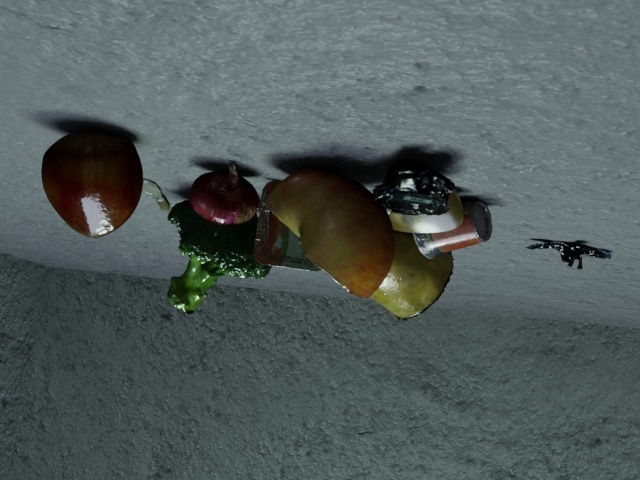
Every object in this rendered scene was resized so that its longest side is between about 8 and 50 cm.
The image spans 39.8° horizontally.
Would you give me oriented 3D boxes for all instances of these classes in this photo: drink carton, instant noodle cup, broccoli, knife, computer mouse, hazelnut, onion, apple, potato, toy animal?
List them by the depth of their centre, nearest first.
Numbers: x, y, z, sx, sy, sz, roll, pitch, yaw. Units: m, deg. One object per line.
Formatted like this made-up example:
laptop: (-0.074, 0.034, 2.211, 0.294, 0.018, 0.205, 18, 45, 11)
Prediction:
computer mouse: (0.171, -0.101, 1.613, 0.146, 0.077, 0.241, 9, 170, -7)
hazelnut: (-0.441, -0.108, 1.713, 0.208, 0.208, 0.208, 8, 170, 1)
apple: (0.043, -0.038, 1.734, 0.251, 0.163, 0.293, 29, -163, -51)
computer mouse: (0.194, -0.066, 1.798, 0.199, 0.102, 0.045, 2, -147, 31)
onion: (-0.194, -0.112, 1.835, 0.150, 0.140, 0.150, 10, -146, -7)
instant noodle cup: (0.280, -0.032, 1.852, 0.136, 0.127, 0.127, -10, 161, 37)
drink carton: (-0.046, -0.020, 1.978, 0.191, 0.185, 0.189, 6, 173, -3)
toy animal: (0.603, 0.030, 2.124, 0.220, 0.062, 0.108, 8, -172, -4)
broccoli: (-0.269, 0.027, 2.169, 0.297, 0.297, 0.297, 39, -172, -7)
knife: (-0.414, -0.112, 2.211, 0.047, 0.017, 0.298, 14, 170, -1)
potato: (0.177, 0.061, 2.273, 0.266, 0.229, 0.229, 33, 157, -33)
